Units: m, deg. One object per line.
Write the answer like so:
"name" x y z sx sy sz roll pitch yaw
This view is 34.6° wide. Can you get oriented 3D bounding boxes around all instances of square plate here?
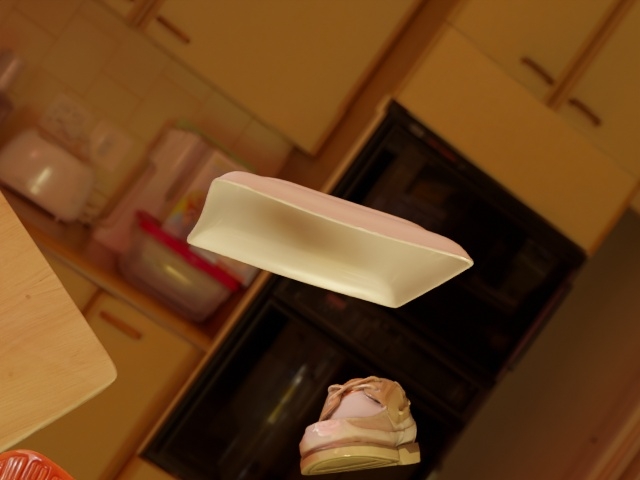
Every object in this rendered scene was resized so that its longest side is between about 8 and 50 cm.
"square plate" 0.000 0.000 1.426 0.344 0.049 0.347 18 -17 -9

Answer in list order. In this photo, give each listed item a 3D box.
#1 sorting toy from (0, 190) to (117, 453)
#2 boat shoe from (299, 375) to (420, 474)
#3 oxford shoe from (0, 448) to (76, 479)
"sorting toy" -0.319 0.062 0.693 0.255 0.257 0.089 55 -30 7
"boat shoe" 0.042 0.210 1.175 0.113 0.103 0.302 -10 -13 12
"oxford shoe" -0.340 0.317 1.182 0.363 0.130 0.133 5 -28 42
